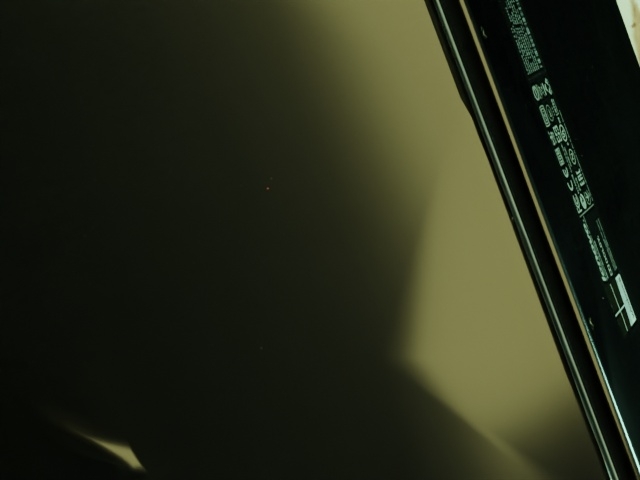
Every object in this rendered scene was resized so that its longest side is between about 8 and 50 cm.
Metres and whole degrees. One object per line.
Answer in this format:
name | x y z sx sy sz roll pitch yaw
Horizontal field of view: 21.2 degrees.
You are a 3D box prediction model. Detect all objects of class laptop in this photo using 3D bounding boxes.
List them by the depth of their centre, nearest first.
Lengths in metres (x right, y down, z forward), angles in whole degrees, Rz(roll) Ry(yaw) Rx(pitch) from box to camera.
laptop | 0.000 0.000 0.741 0.408 0.236 0.382 -32 102 -66
